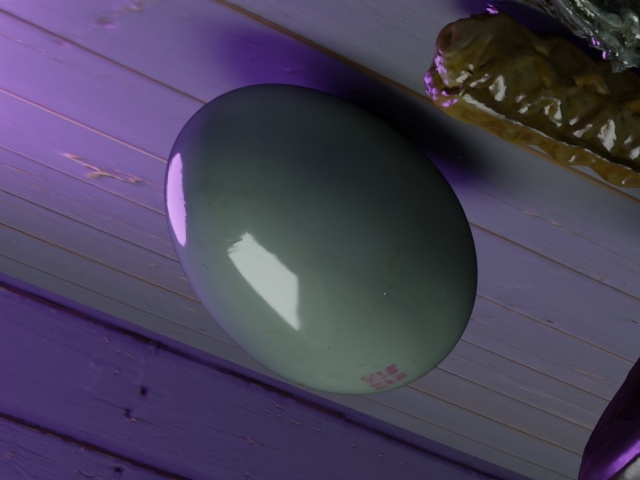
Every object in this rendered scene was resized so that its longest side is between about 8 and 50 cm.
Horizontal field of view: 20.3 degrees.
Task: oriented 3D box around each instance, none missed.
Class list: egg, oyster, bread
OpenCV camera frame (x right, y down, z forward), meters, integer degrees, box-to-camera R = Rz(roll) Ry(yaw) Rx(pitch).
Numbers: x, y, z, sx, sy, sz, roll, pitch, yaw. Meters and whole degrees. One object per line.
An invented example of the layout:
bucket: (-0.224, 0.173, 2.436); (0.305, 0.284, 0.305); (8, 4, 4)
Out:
egg: (0.000, 0.000, 1.510); (0.230, 0.230, 0.371); (10, 161, 34)
oyster: (0.144, -0.154, 1.033); (0.125, 0.064, 0.177); (32, 180, 6)
bread: (0.240, -0.065, 1.233); (0.367, 0.084, 0.077); (20, -152, -16)

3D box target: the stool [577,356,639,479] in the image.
stool: (0.350, 0.139, 1.455); (0.178, 0.272, 0.272); (34, 168, 2)
